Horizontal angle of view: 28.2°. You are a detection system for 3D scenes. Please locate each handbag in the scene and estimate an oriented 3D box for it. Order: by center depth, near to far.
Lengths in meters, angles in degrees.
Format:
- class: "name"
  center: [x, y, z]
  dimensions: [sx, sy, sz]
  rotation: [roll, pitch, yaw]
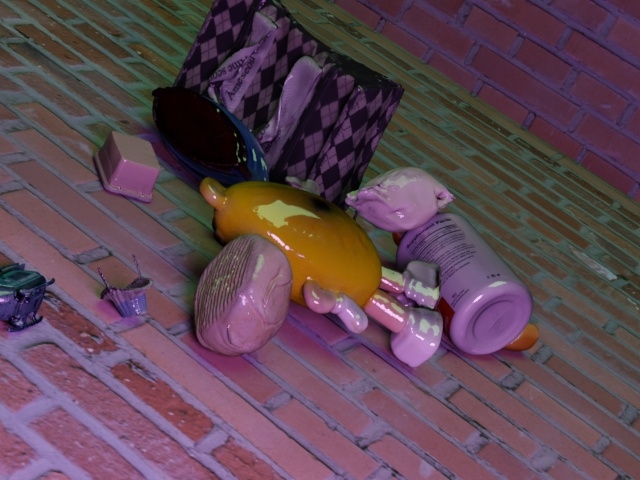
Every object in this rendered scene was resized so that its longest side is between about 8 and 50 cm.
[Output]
- class: "handbag"
  center: [-0.075, -0.273, 2.332]
  dimensions: [0.180, 0.316, 0.416]
  rotation: [-10, 43, -47]

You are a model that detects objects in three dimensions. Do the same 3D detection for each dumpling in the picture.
- class: "dumpling"
  center: [0.128, -0.070, 2.175]
  dimensions: [0.199, 0.118, 0.136]
  rotation: [7, -7, -35]

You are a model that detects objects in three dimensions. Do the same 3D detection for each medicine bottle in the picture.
- class: "medicine bottle"
  center: [0.230, 0.055, 2.199]
  dimensions: [0.157, 0.157, 0.288]
  rotation: [11, 28, -36]

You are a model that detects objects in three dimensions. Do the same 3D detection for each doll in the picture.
- class: "doll"
  center: [0.025, 0.026, 1.983]
  dimensions: [0.423, 0.161, 0.348]
  rotation: [42, 23, 6]

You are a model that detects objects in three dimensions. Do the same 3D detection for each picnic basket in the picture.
- class: "picnic basket"
  center: [-0.263, 0.064, 1.721]
  dimensions: [0.065, 0.083, 0.083]
  rotation: [-19, 94, -43]

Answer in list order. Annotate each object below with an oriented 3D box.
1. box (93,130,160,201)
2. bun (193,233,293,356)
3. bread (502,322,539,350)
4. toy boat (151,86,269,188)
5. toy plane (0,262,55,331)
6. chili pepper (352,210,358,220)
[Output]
- class: "box"
  center: [-0.311, -0.123, 2.073]
  dimensions: [0.089, 0.062, 0.122]
  rotation: [15, 27, -29]
- class: "bun"
  center: [-0.100, 0.084, 1.770]
  dimensions: [0.113, 0.173, 0.166]
  rotation: [33, -12, -25]
- class: "bread"
  center: [0.328, 0.165, 2.207]
  dimensions: [0.103, 0.062, 0.049]
  rotation: [10, 70, -37]
- class: "toy boat"
  center: [-0.192, -0.171, 2.251]
  dimensions: [0.309, 0.129, 0.142]
  rotation: [41, -3, 28]
- class: "toy plane"
  center: [-0.404, 0.070, 1.569]
  dimensions: [0.096, 0.060, 0.235]
  rotation: [26, 18, 13]
- class: "chili pepper"
  center: [-0.043, -0.003, 2.106]
  dimensions: [0.279, 0.065, 0.122]
  rotation: [4, 63, -38]
